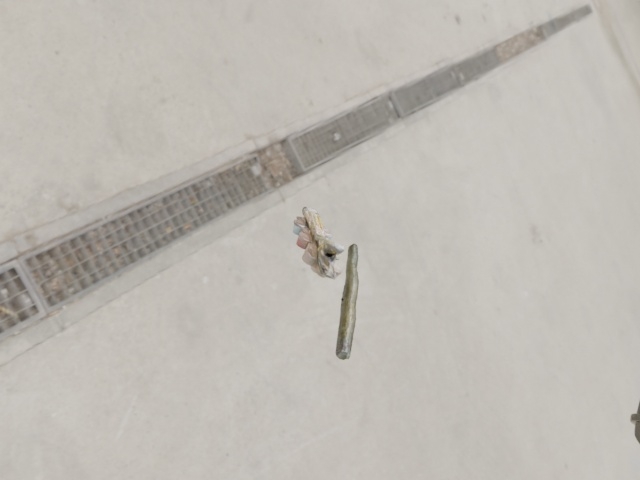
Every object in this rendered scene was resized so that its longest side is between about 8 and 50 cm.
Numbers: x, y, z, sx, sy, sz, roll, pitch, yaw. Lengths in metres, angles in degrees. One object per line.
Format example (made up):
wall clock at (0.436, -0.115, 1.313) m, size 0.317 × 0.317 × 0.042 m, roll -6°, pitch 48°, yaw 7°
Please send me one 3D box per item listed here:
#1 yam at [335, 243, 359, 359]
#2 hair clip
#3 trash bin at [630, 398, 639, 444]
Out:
yam at (0.043, 0.083, 1.121) m, size 0.029 × 0.027 × 0.234 m, roll 23°, pitch 40°, yaw -14°
hair clip at (-0.003, 0.006, 0.967) m, size 0.062 × 0.056 × 0.214 m, roll 23°, pitch 9°, yaw -16°
trash bin at (0.735, 0.312, 1.437) m, size 0.209 × 0.182 × 0.290 m, roll 26°, pitch 71°, yaw -24°
